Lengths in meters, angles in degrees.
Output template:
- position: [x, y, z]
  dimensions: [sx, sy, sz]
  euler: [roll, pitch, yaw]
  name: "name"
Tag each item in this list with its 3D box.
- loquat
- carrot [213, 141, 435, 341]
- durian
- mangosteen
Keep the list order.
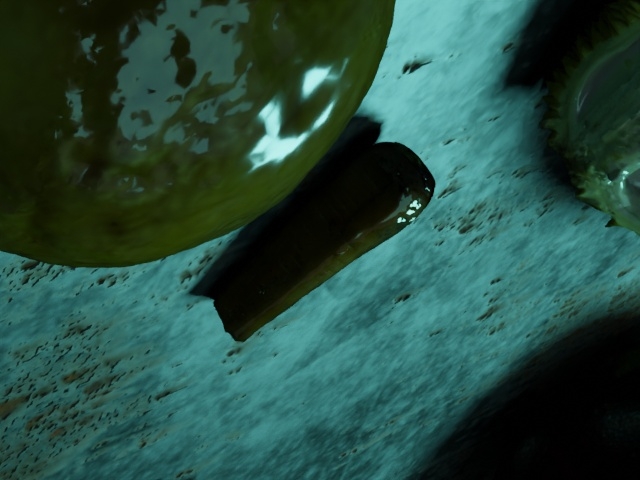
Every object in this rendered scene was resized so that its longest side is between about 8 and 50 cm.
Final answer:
- position: [-0.079, -0.096, 0.705]
  dimensions: [0.238, 0.193, 0.238]
  euler: [-40, 158, -20]
  name: "loquat"
- position: [0.000, 0.000, 1.181]
  dimensions: [0.161, 0.055, 0.055]
  euler: [-38, 158, 11]
  name: "carrot"
- position: [0.251, -0.107, 1.232]
  dimensions: [0.183, 0.138, 0.250]
  euler: [15, 134, -16]
  name: "durian"
- position: [0.310, 0.247, 1.862]
  dimensions: [0.306, 0.360, 0.306]
  euler: [-4, 145, -3]
  name: "mangosteen"
